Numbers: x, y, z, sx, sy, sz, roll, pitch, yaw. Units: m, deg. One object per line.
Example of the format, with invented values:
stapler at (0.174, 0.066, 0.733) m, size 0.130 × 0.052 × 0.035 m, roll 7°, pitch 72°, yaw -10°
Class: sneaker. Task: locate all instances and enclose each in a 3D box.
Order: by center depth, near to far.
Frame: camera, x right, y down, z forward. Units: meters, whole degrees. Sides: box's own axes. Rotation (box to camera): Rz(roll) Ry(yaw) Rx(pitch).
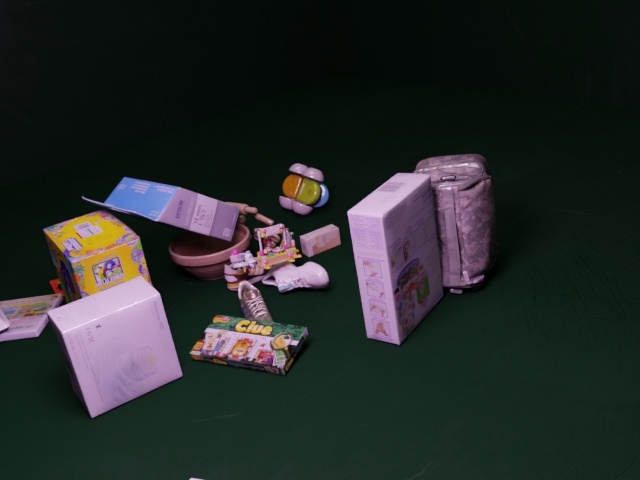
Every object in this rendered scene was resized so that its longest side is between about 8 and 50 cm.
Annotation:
sneaker at (-0.169, 0.167, 1.868) m, size 0.064 × 0.086 × 0.192 m, roll -17°, pitch 26°, yaw -16°
sneaker at (-0.070, 0.108, 1.987) m, size 0.212 × 0.080 × 0.094 m, roll 2°, pitch 30°, yaw 46°
sneaker at (-0.190, 0.069, 2.090) m, size 0.069 × 0.084 × 0.185 m, roll 15°, pitch 34°, yaw 43°

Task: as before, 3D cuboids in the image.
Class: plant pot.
plant pot at (-0.314, 0.043, 2.165) m, size 0.237 × 0.110 × 0.237 m, roll -9°, pitch 24°, yaw 4°

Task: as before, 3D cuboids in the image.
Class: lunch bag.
lunch bag at (0.344, -0.047, 1.897) m, size 0.212 × 0.305 × 0.256 m, roll -3°, pitch 20°, yaw 16°

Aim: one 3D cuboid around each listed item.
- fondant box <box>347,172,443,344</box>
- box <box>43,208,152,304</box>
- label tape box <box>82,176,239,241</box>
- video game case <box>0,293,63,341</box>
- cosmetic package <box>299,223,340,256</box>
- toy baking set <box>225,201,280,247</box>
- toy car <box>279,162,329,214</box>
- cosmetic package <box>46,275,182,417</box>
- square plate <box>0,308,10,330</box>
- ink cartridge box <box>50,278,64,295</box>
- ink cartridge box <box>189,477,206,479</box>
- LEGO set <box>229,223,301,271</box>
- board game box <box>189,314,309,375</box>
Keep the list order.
fondant box at (0.182, 0.039, 1.723) m, size 0.096 × 0.330 × 0.238 m, roll 6°, pitch 29°, yaw 35°
box at (-0.560, 0.105, 1.915) m, size 0.177 × 0.279 × 0.290 m, roll -22°, pitch 26°, yaw -26°
label tape box at (-0.435, -0.100, 2.045) m, size 0.249 × 0.115 × 0.347 m, roll 13°, pitch -5°, yaw 39°
video game case at (-0.865, 0.222, 2.080) m, size 0.226 × 0.026 × 0.206 m, roll -8°, pitch 25°, yaw 5°
cosmetic package at (0.000, 0.000, 2.203) m, size 0.115 × 0.060 × 0.041 m, roll -23°, pitch 29°, yaw -24°
toy baking set at (-0.230, -0.046, 2.243) m, size 0.256 × 0.197 × 0.030 m, roll 12°, pitch 56°, yaw 35°
toy car at (-0.043, -0.166, 2.512) m, size 0.136 × 0.159 × 0.182 m, roll 19°, pitch 3°, yaw -39°
cosmetic package at (-0.456, 0.234, 1.661) m, size 0.224 × 0.224 × 0.138 m, roll -23°, pitch 27°, yaw -27°
square plate at (-1.057, 0.244, 2.034) m, size 0.347 × 0.049 × 0.344 m, roll -27°, pitch 26°, yaw -24°
ink cartridge box at (-0.733, 0.103, 2.268) m, size 0.179 × 0.045 × 0.145 m, roll -18°, pitch 25°, yaw -23°
ink cartridge box at (-0.144, 0.477, 1.177) m, size 0.219 × 0.093 × 0.160 m, roll 1°, pitch 26°, yaw 21°
LEGO set at (-0.123, 0.001, 2.043) m, size 0.132 × 0.107 × 0.287 m, roll -2°, pitch 12°, yaw 30°
board game box at (-0.168, 0.243, 1.743) m, size 0.259 × 0.030 × 0.136 m, roll 4°, pitch 38°, yaw 27°
